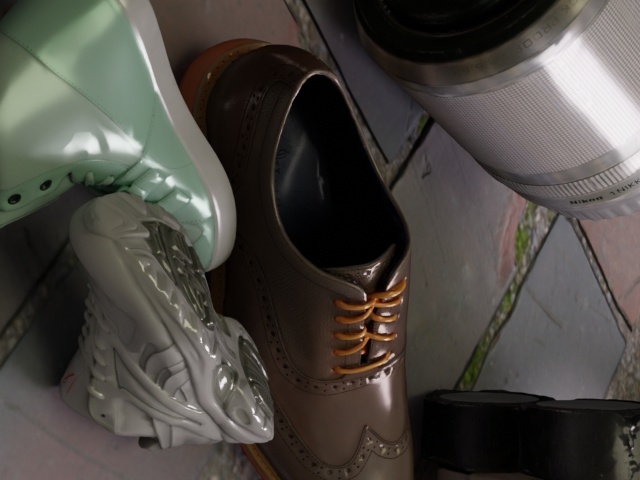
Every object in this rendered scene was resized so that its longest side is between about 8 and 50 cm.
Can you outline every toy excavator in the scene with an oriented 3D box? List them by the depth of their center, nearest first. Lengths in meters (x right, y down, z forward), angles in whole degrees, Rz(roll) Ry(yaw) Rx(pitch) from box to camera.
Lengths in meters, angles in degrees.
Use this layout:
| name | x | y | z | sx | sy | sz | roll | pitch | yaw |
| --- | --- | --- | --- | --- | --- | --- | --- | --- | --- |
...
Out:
| name | x | y | z | sx | sy | sz | roll | pitch | yaw |
| --- | --- | --- | --- | --- | --- | --- | --- | --- | --- |
| toy excavator | 0.280 | 0.233 | 1.493 | 0.445 | 0.433 | 0.222 | 2 | 88 | -26 |

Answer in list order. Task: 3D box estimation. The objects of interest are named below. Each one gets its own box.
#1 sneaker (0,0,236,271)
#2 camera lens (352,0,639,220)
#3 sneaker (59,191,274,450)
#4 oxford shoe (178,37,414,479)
| name | x | y | z | sx | sy | sz | roll | pitch | yaw |
| --- | --- | --- | --- | --- | --- | --- | --- | --- | --- |
| sneaker | -0.147 | -0.040 | 1.071 | 0.151 | 0.094 | 0.256 | -42 | 140 | -18 |
| camera lens | 0.170 | -0.162 | 1.373 | 0.274 | 0.219 | 0.219 | 39 | 60 | -47 |
| sneaker | -0.110 | 0.065 | 1.077 | 0.232 | 0.115 | 0.090 | 63 | 10 | -47 |
| oxford shoe | 0.000 | 0.049 | 1.189 | 0.130 | 0.133 | 0.364 | -25 | 109 | -25 |
